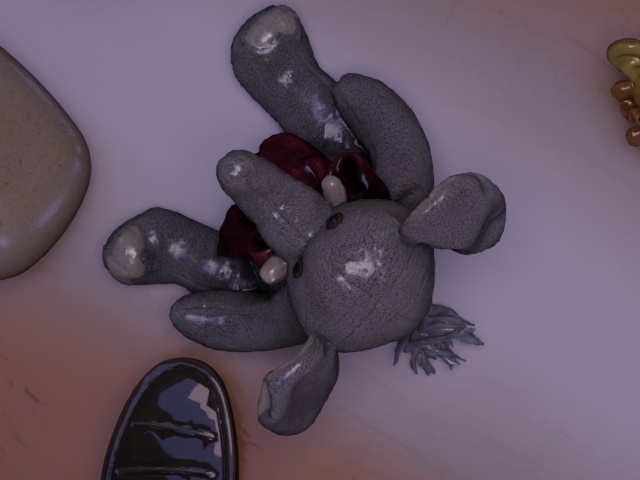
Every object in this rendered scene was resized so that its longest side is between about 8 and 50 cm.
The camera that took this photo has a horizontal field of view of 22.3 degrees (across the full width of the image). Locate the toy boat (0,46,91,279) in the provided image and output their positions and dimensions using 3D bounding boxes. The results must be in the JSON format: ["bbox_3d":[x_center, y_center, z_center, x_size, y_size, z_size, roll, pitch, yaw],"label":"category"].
[{"bbox_3d":[-0.358,-0.038,1.308,0.267,0.148,0.318,42,63,-10],"label":"toy boat"}]

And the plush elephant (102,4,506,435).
[{"bbox_3d":[0.000,0.000,1.272,0.330,0.255,0.272,39,90,0],"label":"plush elephant"}]

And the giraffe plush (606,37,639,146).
[{"bbox_3d":[0.335,-0.127,1.331,0.170,0.210,0.181,-11,94,29],"label":"giraffe plush"}]

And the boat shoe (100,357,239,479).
[{"bbox_3d":[-0.119,0.247,1.353,0.111,0.104,0.307,5,92,9],"label":"boat shoe"}]
